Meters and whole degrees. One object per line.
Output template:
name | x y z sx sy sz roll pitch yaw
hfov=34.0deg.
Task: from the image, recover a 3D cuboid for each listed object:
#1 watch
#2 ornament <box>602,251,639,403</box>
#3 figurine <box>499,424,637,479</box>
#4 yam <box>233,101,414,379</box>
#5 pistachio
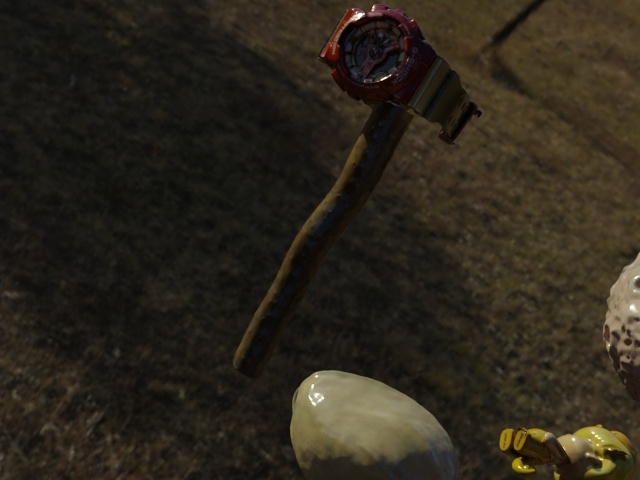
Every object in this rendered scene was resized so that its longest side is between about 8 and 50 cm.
watch | 0.095 -0.166 1.165 0.165 0.102 0.268 33 1 30
ornament | 0.480 0.103 1.295 0.259 0.259 0.225 -90 155 -57
figurine | 0.390 0.337 1.605 0.246 0.156 0.131 17 72 -22
yam | 0.000 0.000 1.111 0.045 0.326 0.045 25 7 -46
pistachio | 0.080 0.350 1.753 0.332 0.226 0.208 33 -15 20
